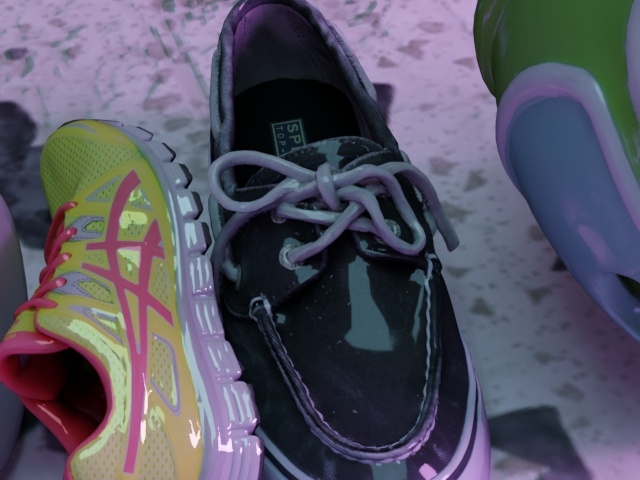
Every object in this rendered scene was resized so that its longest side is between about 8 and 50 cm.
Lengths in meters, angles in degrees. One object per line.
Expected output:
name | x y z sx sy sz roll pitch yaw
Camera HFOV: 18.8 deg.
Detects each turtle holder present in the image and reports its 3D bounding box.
turtle holder | 0.201 -0.070 0.757 0.243 0.320 0.227 -1 65 -24

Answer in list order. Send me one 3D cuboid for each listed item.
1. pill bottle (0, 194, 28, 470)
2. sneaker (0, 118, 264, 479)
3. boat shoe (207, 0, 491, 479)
pill bottle | -0.256 0.041 0.816 0.245 0.130 0.130 -2 42 4
sneaker | -0.095 0.029 0.810 0.094 0.081 0.208 -3 50 -25
boat shoe | 0.004 -0.001 0.848 0.113 0.105 0.306 -7 42 -1
